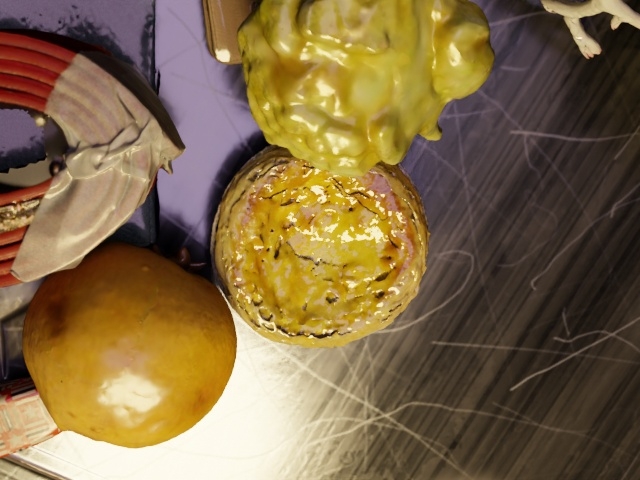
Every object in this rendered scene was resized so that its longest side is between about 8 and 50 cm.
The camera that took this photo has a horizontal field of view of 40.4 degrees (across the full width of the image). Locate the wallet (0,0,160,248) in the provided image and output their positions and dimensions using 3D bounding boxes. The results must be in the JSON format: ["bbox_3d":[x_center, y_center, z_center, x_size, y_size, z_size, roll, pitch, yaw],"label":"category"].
[{"bbox_3d":[-0.252,-0.171,0.843,0.191,0.046,0.379,0,105,-11],"label":"wallet"}]

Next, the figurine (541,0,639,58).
[{"bbox_3d":[0.210,-0.334,0.810,0.316,0.284,0.206,36,106,7],"label":"figurine"}]

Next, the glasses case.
[{"bbox_3d":[-0.357,0.193,0.917,0.194,0.049,0.073,-15,108,-7],"label":"glasses case"}]

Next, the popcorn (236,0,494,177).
[{"bbox_3d":[0.028,-0.187,0.784,0.255,0.195,0.256,14,91,-27],"label":"popcorn"}]

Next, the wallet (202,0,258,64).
[{"bbox_3d":[-0.041,-0.237,0.860,0.153,0.039,0.118,-15,117,-18],"label":"wallet"}]

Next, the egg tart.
[{"bbox_3d":[0.000,0.000,0.912,0.234,0.094,0.234,-2,105,-7],"label":"egg tart"}]

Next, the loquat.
[{"bbox_3d":[-0.185,0.100,0.852,0.208,0.208,0.208,-3,105,-10],"label":"loquat"}]

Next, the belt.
[{"bbox_3d":[-0.287,-0.078,0.771,0.324,0.115,0.227,-13,104,1],"label":"belt"}]
